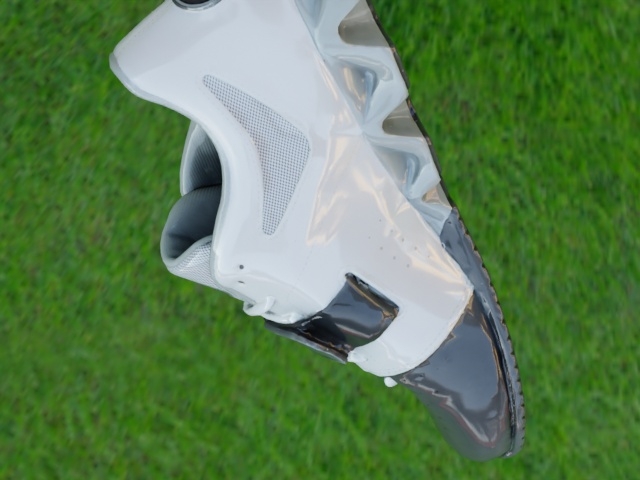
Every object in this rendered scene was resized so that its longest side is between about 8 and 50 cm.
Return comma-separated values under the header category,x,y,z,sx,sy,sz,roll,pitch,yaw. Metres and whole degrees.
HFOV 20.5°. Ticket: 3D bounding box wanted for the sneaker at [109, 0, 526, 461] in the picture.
category,x,y,z,sx,sy,sz,roll,pitch,yaw
sneaker,0.000,0.000,0.899,0.146,0.122,0.330,-27,121,0
